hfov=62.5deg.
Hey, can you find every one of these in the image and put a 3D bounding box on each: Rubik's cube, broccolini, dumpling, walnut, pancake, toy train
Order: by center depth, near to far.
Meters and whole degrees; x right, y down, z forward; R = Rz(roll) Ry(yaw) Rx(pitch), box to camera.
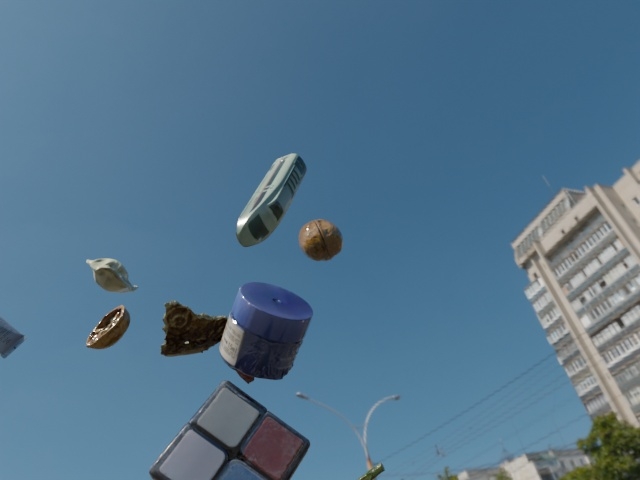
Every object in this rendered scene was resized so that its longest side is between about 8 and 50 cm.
[{"bbox_3d":[-0.483,0.210,1.222,0.091,0.121,0.052,-5,-48,48],"label":"walnut"},{"bbox_3d":[0.080,0.635,1.354,0.068,0.091,0.203,34,-80,-9],"label":"broccolini"},{"bbox_3d":[-0.122,-0.113,1.423,0.088,0.407,0.087,-16,-62,22],"label":"toy train"},{"bbox_3d":[-0.255,0.645,1.472,0.316,0.313,0.318,33,-39,9],"label":"Rubik's cube"},{"bbox_3d":[-0.675,0.111,1.697,0.099,0.169,0.134,-36,6,-22],"label":"dumpling"},{"bbox_3d":[-0.463,0.297,1.860,0.266,0.057,0.245,-33,-66,-20],"label":"pancake"},{"bbox_3d":[0.000,0.000,2.033,0.167,0.207,0.168,-4,-74,-15],"label":"walnut"}]

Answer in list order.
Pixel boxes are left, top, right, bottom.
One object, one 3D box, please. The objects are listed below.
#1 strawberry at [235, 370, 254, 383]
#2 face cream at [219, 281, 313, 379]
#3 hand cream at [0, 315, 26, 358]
[{"bbox_3d":[-0.277,0.409,1.894,0.085,0.140,0.192,4,-62,-35],"label":"strawberry"},{"bbox_3d":[-0.173,0.283,1.660,0.248,0.249,0.225,13,-72,-29],"label":"face cream"},{"bbox_3d":[-1.098,0.273,1.749,0.091,0.271,0.058,-47,-14,-23],"label":"hand cream"}]
